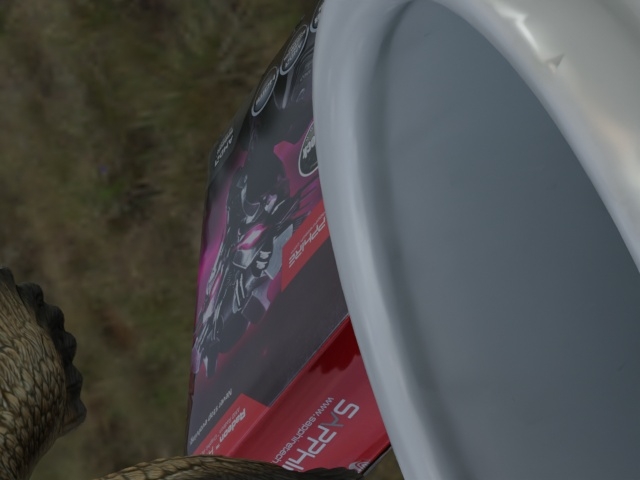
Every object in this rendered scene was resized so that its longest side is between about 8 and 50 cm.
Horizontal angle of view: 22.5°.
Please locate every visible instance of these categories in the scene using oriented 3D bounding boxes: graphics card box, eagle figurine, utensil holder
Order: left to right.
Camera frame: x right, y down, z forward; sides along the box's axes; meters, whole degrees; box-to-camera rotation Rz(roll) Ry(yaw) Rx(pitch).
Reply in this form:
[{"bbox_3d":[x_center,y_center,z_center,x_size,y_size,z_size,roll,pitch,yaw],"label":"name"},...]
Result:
[{"bbox_3d":[-0.148,0.135,0.818,0.225,0.298,0.226,-11,119,48],"label":"eagle figurine"},{"bbox_3d":[0.000,0.000,1.119,0.233,0.094,0.371,-51,24,38],"label":"graphics card box"},{"bbox_3d":[0.234,0.001,0.601,0.327,0.385,0.327,162,90,-75],"label":"utensil holder"}]
